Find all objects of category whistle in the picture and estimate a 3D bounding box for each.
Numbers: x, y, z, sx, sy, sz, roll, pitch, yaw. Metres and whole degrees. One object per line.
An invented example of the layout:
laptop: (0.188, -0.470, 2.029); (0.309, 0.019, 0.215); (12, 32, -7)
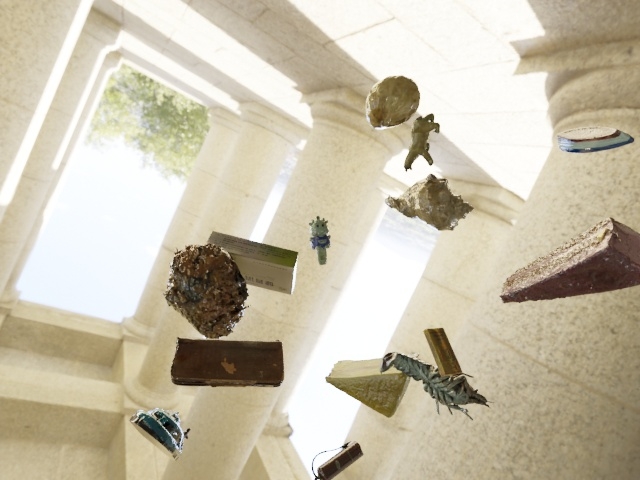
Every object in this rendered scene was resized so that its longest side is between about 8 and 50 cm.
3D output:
whistle: (0.000, 0.000, 2.012); (0.110, 0.244, 0.092); (-7, -173, -16)

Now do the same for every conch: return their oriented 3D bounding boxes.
conch: (0.418, -0.153, 1.566); (0.324, 0.186, 0.263); (28, -168, 28)

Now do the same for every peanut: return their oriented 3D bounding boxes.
peanut: (0.197, -0.378, 1.133); (0.140, 0.159, 0.109); (72, 171, -68)

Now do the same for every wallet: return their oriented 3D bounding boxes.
wallet: (-0.148, 0.198, 0.676); (0.176, 0.026, 0.095); (6, -148, -14)

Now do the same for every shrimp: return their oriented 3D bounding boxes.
shrimp: (0.424, 0.518, 1.512); (0.411, 0.221, 0.166); (29, -151, 21)

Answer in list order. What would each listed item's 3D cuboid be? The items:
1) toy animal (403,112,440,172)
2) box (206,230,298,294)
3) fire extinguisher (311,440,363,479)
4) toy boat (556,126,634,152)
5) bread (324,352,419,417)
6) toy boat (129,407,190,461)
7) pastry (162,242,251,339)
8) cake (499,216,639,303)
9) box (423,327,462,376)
toy animal: (0.370, -0.363, 1.544); (0.101, 0.218, 0.103); (3, -158, -9)
box: (-0.200, 0.070, 1.233); (0.261, 0.062, 0.175); (13, 147, 1)
fire extinguisher: (0.035, 0.571, 1.068); (0.157, 0.045, 0.078); (-21, -120, -31)
toy boat: (0.701, -0.266, 1.074); (0.046, 0.080, 0.229); (33, -173, -12)
bread: (0.211, 0.573, 1.836); (0.362, 0.244, 0.233); (19, -164, 22)
toy boat: (-0.389, 0.472, 1.047); (0.134, 0.092, 0.298); (37, 145, 9)
pastry: (-0.310, 0.139, 1.085); (0.275, 0.274, 0.193); (27, -141, 36)
cake: (0.491, 0.052, 0.830); (0.112, 0.116, 0.295); (54, 140, -4)
box: (0.395, 0.359, 1.342); (0.089, 0.022, 0.156); (6, -127, -32)
